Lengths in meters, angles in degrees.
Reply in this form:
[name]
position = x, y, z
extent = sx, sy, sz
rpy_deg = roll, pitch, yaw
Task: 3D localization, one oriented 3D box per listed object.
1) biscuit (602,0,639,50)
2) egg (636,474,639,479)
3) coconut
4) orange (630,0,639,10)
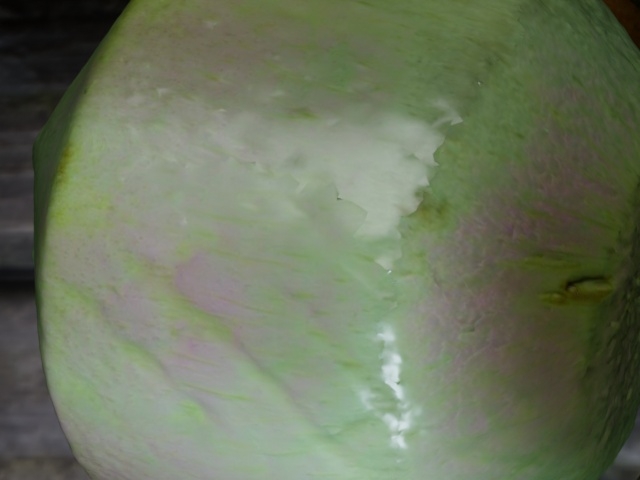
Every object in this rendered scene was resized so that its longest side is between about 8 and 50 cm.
[biscuit]
position = 0.079, -0.085, 0.731
extent = 0.226, 0.036, 0.166
rpy_deg = 17, 58, 17
[egg]
position = 0.242, 0.127, 0.363
extent = 0.428, 0.345, 0.345
rpy_deg = -27, 54, -17
[coconut]
position = 0.000, 0.000, 0.595
extent = 0.236, 0.235, 0.204
rpy_deg = 15, 29, 22
[orange]
position = 0.222, -0.191, 0.615
extent = 0.223, 0.300, 0.301
rpy_deg = 32, 45, -12
